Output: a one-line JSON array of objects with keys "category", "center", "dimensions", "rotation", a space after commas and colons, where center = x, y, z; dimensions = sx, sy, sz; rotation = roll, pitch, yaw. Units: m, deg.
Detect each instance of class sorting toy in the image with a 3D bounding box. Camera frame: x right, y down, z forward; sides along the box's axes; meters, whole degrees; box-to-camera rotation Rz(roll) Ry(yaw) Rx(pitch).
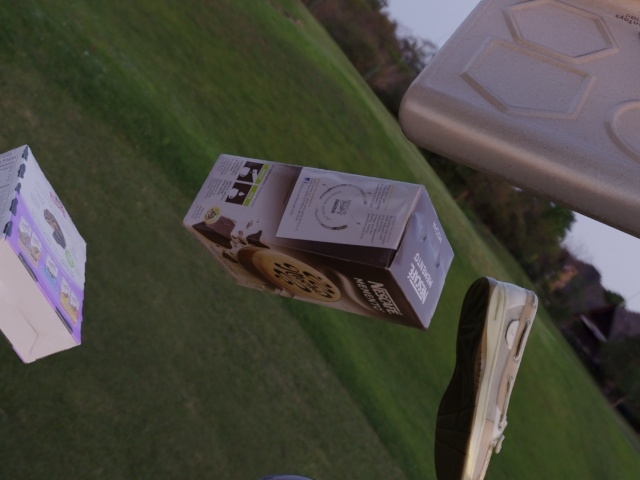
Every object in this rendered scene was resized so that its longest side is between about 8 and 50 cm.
[{"category": "sorting toy", "center": [0.170, -0.088, 0.479], "dimensions": [0.193, 0.208, 0.038], "rotation": [25, -39, 14]}]

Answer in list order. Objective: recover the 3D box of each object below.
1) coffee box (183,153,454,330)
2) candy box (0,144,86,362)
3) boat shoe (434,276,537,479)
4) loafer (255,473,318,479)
[{"category": "coffee box", "center": [0.000, 0.000, 1.014], "dimensions": [0.297, 0.119, 0.168], "rotation": [11, -26, 30]}, {"category": "candy box", "center": [-0.339, 0.012, 0.917], "dimensions": [0.196, 0.070, 0.165], "rotation": [-108, 179, -53]}, {"category": "boat shoe", "center": [0.116, 0.103, 0.551], "dimensions": [0.048, 0.153, 0.056], "rotation": [16, -14, -15]}, {"category": "loafer", "center": [0.082, 0.220, 0.392], "dimensions": [0.302, 0.109, 0.095], "rotation": [32, -9, 24]}]
